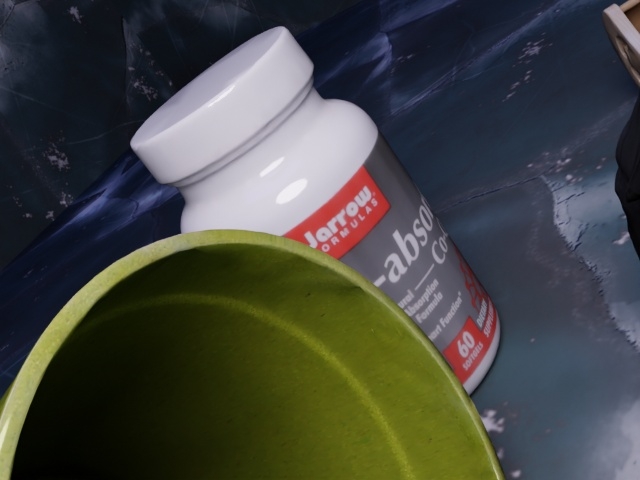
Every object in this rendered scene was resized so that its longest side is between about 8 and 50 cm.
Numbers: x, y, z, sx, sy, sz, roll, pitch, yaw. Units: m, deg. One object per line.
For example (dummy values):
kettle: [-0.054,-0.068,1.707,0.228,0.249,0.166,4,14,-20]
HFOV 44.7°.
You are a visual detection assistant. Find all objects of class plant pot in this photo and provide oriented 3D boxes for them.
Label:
plant pot: [-0.113,0.233,0.529,0.353,0.366,0.366,-34,19,38]

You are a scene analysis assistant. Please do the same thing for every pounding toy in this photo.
pounding toy: [0.416,-0.218,0.839,0.154,0.154,0.269,-32,23,13]

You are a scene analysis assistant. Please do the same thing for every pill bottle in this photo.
pill bottle: [0.000,0.000,0.742,0.210,0.363,0.210,-31,23,15]

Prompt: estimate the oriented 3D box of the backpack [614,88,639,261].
backpack: [0.282,0.015,0.432,0.213,0.263,0.276,-25,24,26]
